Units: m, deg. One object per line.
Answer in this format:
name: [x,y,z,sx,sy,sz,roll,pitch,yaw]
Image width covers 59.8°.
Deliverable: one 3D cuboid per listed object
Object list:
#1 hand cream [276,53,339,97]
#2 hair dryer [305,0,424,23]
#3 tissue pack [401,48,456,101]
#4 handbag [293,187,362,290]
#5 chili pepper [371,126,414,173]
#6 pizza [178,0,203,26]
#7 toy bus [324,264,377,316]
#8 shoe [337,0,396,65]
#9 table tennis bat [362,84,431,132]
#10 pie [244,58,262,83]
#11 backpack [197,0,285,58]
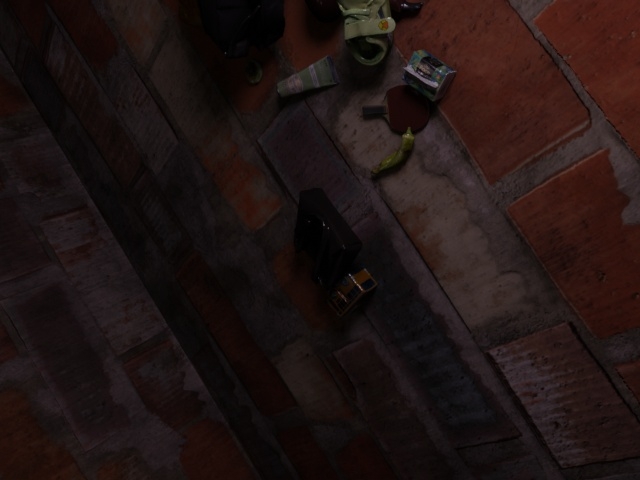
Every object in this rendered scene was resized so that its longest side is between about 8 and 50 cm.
hand cream: [-0.048,-0.496,1.720,0.235,0.055,0.086,-9,107,38]
hair dryer: [0.102,-0.672,1.409,0.340,0.123,0.312,22,156,16]
tissue pack: [0.271,-0.422,1.428,0.111,0.079,0.085,42,135,19]
handbag: [-0.001,0.000,1.843,0.285,0.113,0.257,54,142,30]
chili pepper: [0.217,-0.240,1.601,0.208,0.049,0.043,129,150,-48]
pizza: [-0.361,-0.847,1.792,0.409,0.114,0.277,-34,87,46]
toy bus: [0.103,0.178,1.885,0.103,0.091,0.182,50,134,14]
shoe: [0.123,-0.556,1.408,0.140,0.262,0.128,-7,64,17]
table tennis bat: [0.211,-0.368,1.558,0.220,0.019,0.130,8,117,39]
pie: [-0.226,-0.569,1.874,0.085,0.017,0.085,21,124,36]
backpack: [-0.212,-0.741,1.551,0.255,0.363,0.445,38,147,28]
